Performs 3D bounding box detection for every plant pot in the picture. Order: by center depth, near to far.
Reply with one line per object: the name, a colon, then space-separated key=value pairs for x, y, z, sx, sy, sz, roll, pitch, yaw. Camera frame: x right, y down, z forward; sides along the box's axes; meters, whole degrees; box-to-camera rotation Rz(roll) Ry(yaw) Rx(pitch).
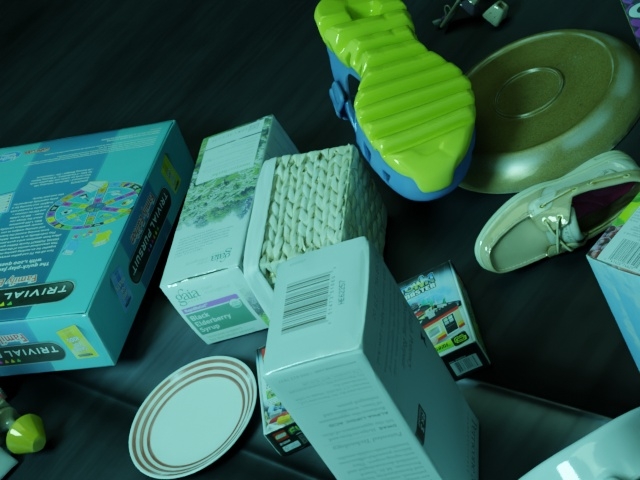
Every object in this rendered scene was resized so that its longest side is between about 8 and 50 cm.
plant pot: x=0.218 y=-0.143 z=1.300 sx=0.236 sy=0.032 sz=0.236 roll=-20 pitch=38 yaw=17

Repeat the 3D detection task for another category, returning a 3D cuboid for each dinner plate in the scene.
dinner plate: x=-0.120 y=0.171 z=1.212 sx=0.141 sy=0.017 sz=0.141 roll=-21 pitch=37 yaw=17

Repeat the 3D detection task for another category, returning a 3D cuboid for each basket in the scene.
basket: x=0.000 y=0.000 z=1.238 sx=0.103 sy=0.113 sz=0.167 roll=-13 pitch=41 yaw=20

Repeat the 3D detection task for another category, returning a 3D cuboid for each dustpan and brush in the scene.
dustpan and brush: x=0.196 y=0.165 z=0.882 sx=0.147 sy=0.211 sz=0.060 roll=-31 pitch=74 yaw=3

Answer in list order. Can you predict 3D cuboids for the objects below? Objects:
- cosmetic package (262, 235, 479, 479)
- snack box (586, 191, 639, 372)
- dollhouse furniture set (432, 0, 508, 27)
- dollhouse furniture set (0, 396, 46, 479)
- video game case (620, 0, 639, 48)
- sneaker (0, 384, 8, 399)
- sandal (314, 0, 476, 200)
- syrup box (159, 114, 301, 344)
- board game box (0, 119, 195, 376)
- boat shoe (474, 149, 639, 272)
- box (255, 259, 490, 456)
cosmetic package: x=0.046 y=0.122 z=0.962 sx=0.085 sy=0.231 sz=0.117 roll=-17 pitch=40 yaw=22
snack box: x=0.307 y=0.005 z=0.945 sx=0.207 sy=0.174 sz=0.070 roll=-48 pitch=40 yaw=-18
dollhouse furniture set: x=0.188 y=-0.285 z=1.502 sx=0.114 sy=0.091 sz=0.081 roll=-40 pitch=-12 yaw=-46
dollhouse furniture set: x=-0.396 y=0.228 z=1.147 sx=0.198 sy=0.286 sz=0.303 roll=27 pitch=66 yaw=37
video game case: x=0.300 y=-0.281 z=1.244 sx=0.041 sy=0.210 sz=0.232 roll=-21 pitch=39 yaw=17
sneaker: x=-0.418 y=0.162 z=1.411 sx=0.161 sy=0.057 sz=0.075 roll=18 pitch=55 yaw=44
sandal: x=0.079 y=-0.136 z=1.321 sx=0.126 sy=0.138 sz=0.317 roll=-9 pitch=39 yaw=-7
syrup box: x=-0.083 y=-0.014 z=1.326 sx=0.093 sy=0.096 sz=0.237 roll=-17 pitch=40 yaw=24
board game box: x=-0.308 y=0.008 z=1.436 sx=0.253 sy=0.079 sz=0.336 roll=-7 pitch=39 yaw=19
boat shoe: x=0.218 y=-0.021 z=1.135 sx=0.170 sy=0.063 sz=0.059 roll=-33 pitch=31 yaw=-1
box: x=0.042 y=0.106 z=1.146 sx=0.207 sy=0.036 sz=0.114 roll=-26 pitch=37 yaw=11
